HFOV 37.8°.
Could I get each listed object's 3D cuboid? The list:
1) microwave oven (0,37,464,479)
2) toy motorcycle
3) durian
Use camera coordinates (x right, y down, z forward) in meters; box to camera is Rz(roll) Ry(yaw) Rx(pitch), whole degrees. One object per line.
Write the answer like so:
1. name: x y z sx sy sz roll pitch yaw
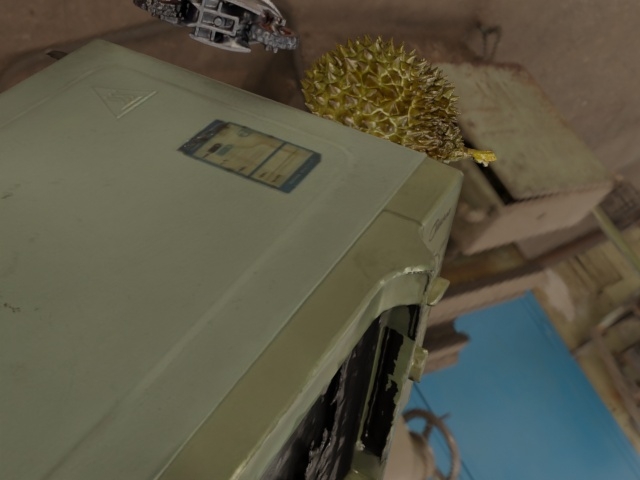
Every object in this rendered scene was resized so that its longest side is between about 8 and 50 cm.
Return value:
1. microwave oven: -0.120 0.088 0.483 0.355 0.286 0.218 -50 154 -46
2. toy motorcycle: -0.131 -0.298 1.215 0.215 0.122 0.080 14 113 -9
3. durian: 0.079 -0.129 0.900 0.146 0.208 0.102 -51 170 -52
